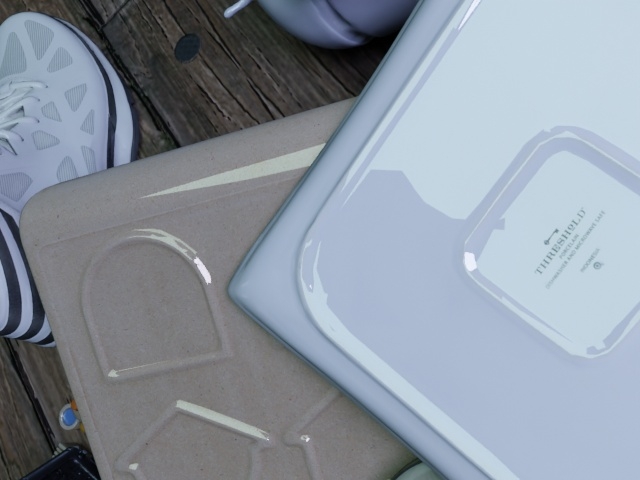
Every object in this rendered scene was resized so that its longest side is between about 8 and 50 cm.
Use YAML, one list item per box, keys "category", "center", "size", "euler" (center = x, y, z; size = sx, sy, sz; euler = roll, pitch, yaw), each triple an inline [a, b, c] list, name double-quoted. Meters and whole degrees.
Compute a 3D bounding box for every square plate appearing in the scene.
- category: "square plate"
  center: [0.146, 0.001, 0.378]
  size: [0.344, 0.049, 0.347]
  euler: [39, 105, 18]

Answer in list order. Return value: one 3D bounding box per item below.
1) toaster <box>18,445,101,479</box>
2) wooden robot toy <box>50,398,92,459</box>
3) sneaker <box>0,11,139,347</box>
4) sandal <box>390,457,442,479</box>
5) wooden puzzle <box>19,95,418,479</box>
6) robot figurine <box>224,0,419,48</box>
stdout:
- category: "toaster"
  center: [-0.231, 0.296, 0.585]
  size: [0.168, 0.186, 0.110]
  euler: [40, 101, 6]
- category: "wooden robot toy"
  center: [-0.234, 0.168, 0.690]
  size: [0.173, 0.079, 0.076]
  euler: [-47, 64, 6]
- category: "sneaker"
  center: [-0.324, -0.105, 0.697]
  size: [0.169, 0.257, 0.447]
  euler: [-27, 68, 16]
- category: "sandal"
  center: [0.044, 0.284, 0.428]
  size: [0.120, 0.086, 0.302]
  euler: [29, 85, 8]
- category: "wooden puzzle"
  center: [-0.042, 0.091, 0.529]
  size: [0.322, 0.080, 0.347]
  euler: [-14, 93, 13]
- category: "robot figurine"
  center: [0.068, -0.295, 0.589]
  size: [0.353, 0.300, 0.199]
  euler: [-15, 116, 32]
